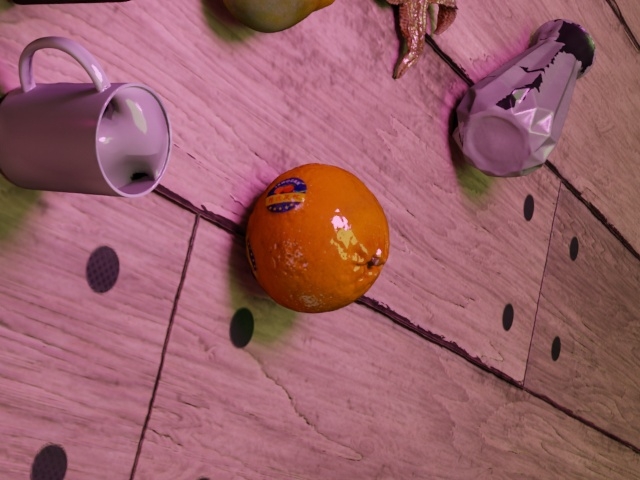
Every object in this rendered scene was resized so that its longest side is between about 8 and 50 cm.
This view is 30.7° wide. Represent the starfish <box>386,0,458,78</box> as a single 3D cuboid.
[{"bbox_3d":[0.123,-0.364,1.602,0.236,0.062,0.277,20,82,-51],"label":"starfish"}]

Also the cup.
[{"bbox_3d":[-0.209,-0.108,1.028,0.099,0.133,0.136,-7,100,-56],"label":"cup"}]

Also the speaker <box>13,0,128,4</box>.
[{"bbox_3d":[-0.169,-0.321,1.018,0.231,0.193,0.153,-47,131,-38],"label":"speaker"}]

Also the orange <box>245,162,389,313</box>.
[{"bbox_3d":[-0.002,-0.002,1.355,0.177,0.155,0.177,29,58,-60],"label":"orange"}]

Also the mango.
[{"bbox_3d":[-0.049,-0.300,1.305,0.122,0.086,0.191,63,34,-12],"label":"mango"}]

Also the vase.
[{"bbox_3d":[0.334,-0.236,1.856,0.360,0.165,0.165,-50,134,-48],"label":"vase"}]
